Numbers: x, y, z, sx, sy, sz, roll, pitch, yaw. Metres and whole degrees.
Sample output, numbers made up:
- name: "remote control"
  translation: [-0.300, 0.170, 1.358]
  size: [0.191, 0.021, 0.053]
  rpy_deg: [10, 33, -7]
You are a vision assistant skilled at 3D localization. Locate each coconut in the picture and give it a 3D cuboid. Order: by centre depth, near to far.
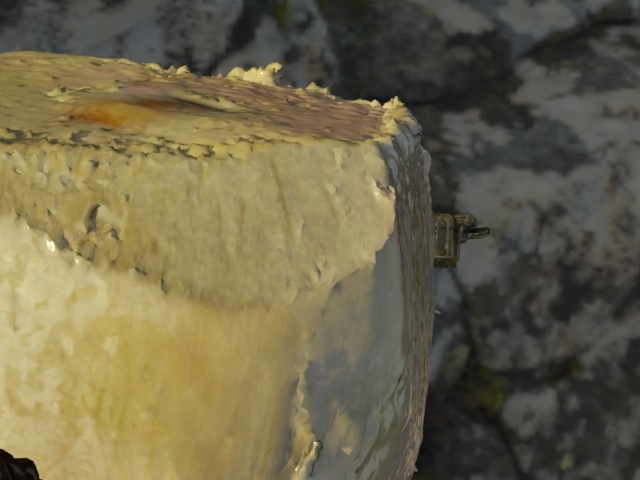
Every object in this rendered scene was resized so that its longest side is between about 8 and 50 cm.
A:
- name: "coconut"
  translation: [-0.119, 0.081, 1.014]
  size: [0.404, 0.404, 0.405]
  rpy_deg: [-8, 103, -38]

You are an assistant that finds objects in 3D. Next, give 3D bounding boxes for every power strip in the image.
- name: "power strip"
  translation: [0.000, 0.000, 1.452]
  size: [0.064, 0.305, 0.044]
  rpy_deg: [45, 46, -74]

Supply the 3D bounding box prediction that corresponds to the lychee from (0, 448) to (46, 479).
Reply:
- name: "lychee"
  translation: [-0.152, 0.165, 0.478]
  size: [0.271, 0.236, 0.236]
  rpy_deg: [-14, 108, -12]
